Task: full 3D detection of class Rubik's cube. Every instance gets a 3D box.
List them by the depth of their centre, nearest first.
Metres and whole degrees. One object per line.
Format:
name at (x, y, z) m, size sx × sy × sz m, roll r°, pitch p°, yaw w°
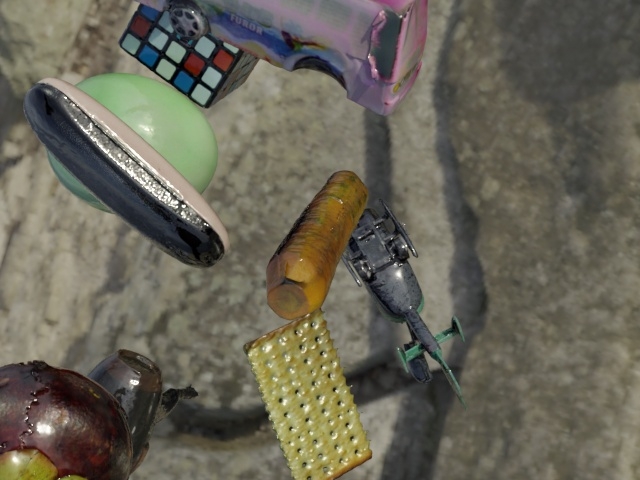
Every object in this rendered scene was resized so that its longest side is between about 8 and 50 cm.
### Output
Rubik's cube at (-0.180, -0.347, 1.903) m, size 0.184 × 0.182 × 0.187 m, roll -53°, pitch -1°, yaw 30°

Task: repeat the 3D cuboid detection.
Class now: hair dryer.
hair dryer at (-0.244, 0.261, 1.537) m, size 0.120 × 0.359 × 0.303 m, roll 29°, pitch 103°, yaw 14°

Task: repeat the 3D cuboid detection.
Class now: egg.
egg at (-0.293, -0.146, 1.850) m, size 0.270 × 0.220 × 0.220 m, roll 18°, pitch 88°, yaw 7°

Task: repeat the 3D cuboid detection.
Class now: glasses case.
glasses case at (-0.241, -0.080, 1.481) m, size 0.075 × 0.314 × 0.122 m, roll -50°, pitch 5°, yaw -26°

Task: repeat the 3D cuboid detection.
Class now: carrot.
carrot at (0.000, 0.000, 1.300) m, size 0.070 × 0.070 × 0.260 m, roll -38°, pitch 11°, yaw 31°

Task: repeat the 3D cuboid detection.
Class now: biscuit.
biscuit at (-0.014, 0.224, 1.655) m, size 0.016 × 0.139 × 0.231 m, roll -8°, pitch 104°, yaw 60°

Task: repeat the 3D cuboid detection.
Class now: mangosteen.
mangosteen at (-0.243, 0.193, 1.023) m, size 0.166 × 0.166 × 0.180 m, roll -46°, pitch 36°, yaw 25°

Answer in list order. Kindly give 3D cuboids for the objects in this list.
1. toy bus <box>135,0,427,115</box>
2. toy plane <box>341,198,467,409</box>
toy bus at (-0.039, -0.212, 1.031) m, size 0.090 × 0.274 × 0.112 m, roll -57°, pitch -12°, yaw -42°
toy plane at (0.110, 0.072, 1.691) m, size 0.106 × 0.155 × 0.381 m, roll -30°, pitch 48°, yaw -3°
